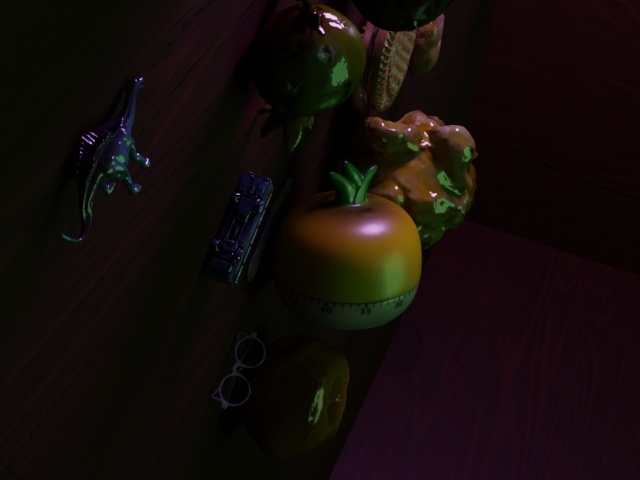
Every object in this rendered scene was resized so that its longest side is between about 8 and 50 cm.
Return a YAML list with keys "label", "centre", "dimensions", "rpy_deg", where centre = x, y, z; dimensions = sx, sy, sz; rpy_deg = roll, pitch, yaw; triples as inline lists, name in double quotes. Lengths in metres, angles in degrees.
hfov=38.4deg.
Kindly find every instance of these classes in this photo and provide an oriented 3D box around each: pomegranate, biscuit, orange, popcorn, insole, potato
- label: "pomegranate"
  centre: [-0.033, -0.224, 1.228]
  dimensions: [0.220, 0.156, 0.156]
  rpy_deg: [-37, -160, 51]
- label: "biscuit"
  centre: [0.122, -0.360, 1.770]
  dimensions: [0.259, 0.079, 0.259]
  rpy_deg: [17, 90, -78]
- label: "orange"
  centre: [-0.059, 0.297, 1.709]
  dimensions: [0.249, 0.183, 0.249]
  rpy_deg: [10, 90, -72]
- label: "pomegranate"
  centre: [0.131, -0.457, 1.491]
  dimensions: [0.202, 0.202, 0.248]
  rpy_deg: [43, 36, -76]
- label: "popcorn"
  centre: [0.172, -0.121, 1.838]
  dimensions: [0.335, 0.274, 0.279]
  rpy_deg: [-39, 133, -71]
- label: "insole"
  centre: [-0.086, -0.020, 1.542]
  dimensions: [0.065, 0.006, 0.193]
  rpy_deg: [72, 39, -70]
- label: "potato"
  centre: [0.240, -0.460, 2.117]
  dimensions: [0.107, 0.080, 0.171]
  rpy_deg: [-51, 155, -37]

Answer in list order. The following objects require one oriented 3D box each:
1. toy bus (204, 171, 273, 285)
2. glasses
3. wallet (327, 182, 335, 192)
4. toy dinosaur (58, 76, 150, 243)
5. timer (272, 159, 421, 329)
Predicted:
- label: "toy bus"
  centre: [-0.116, -0.015, 1.331]
  dimensions: [0.065, 0.047, 0.166]
  rpy_deg: [76, 34, -74]
- label: "glasses"
  centre: [-0.145, 0.227, 1.600]
  dimensions: [0.104, 0.062, 0.140]
  rpy_deg: [149, -36, -75]
- label: "wallet"
  centre: [0.000, 0.000, 1.849]
  dimensions: [0.124, 0.042, 0.230]
  rpy_deg: [81, 27, -52]
- label: "toy dinosaur"
  centre: [-0.204, -0.075, 0.885]
  dimensions: [0.080, 0.045, 0.197]
  rpy_deg: [64, 37, -54]
- label: "timer"
  centre: [0.049, -0.011, 1.574]
  dimensions: [0.285, 0.285, 0.285]
  rpy_deg: [19, 90, -77]
